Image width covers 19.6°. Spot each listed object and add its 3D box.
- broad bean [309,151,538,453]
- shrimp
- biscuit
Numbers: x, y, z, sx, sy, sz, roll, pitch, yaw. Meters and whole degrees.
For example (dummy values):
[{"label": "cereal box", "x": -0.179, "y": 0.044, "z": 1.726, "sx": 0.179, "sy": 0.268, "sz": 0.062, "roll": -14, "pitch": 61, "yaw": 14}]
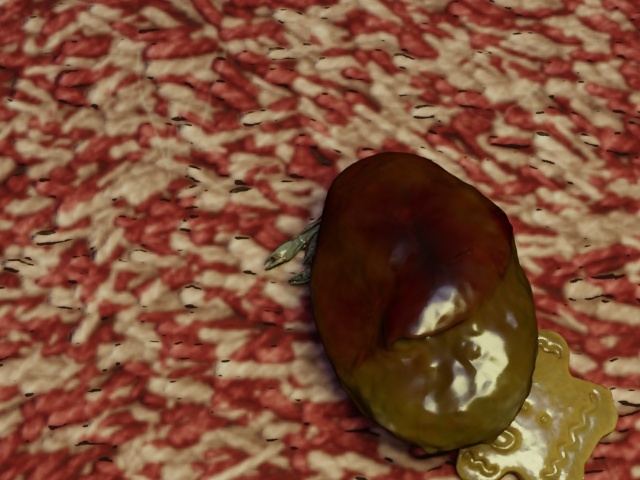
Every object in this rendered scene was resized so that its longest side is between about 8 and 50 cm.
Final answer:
[{"label": "broad bean", "x": 0.072, "y": 0.041, "z": 1.326, "sx": 0.156, "sy": 0.122, "sz": 0.228, "roll": -11, "pitch": 59, "yaw": -5}, {"label": "shrimp", "x": 0.000, "y": 0.004, "z": 1.410, "sx": 0.092, "sy": 0.029, "sz": 0.038, "roll": -36, "pitch": 84, "yaw": -9}, {"label": "biscuit", "x": 0.130, "y": 0.113, "z": 1.377, "sx": 0.184, "sy": 0.027, "sz": 0.133, "roll": 42, "pitch": 74, "yaw": 12}]
